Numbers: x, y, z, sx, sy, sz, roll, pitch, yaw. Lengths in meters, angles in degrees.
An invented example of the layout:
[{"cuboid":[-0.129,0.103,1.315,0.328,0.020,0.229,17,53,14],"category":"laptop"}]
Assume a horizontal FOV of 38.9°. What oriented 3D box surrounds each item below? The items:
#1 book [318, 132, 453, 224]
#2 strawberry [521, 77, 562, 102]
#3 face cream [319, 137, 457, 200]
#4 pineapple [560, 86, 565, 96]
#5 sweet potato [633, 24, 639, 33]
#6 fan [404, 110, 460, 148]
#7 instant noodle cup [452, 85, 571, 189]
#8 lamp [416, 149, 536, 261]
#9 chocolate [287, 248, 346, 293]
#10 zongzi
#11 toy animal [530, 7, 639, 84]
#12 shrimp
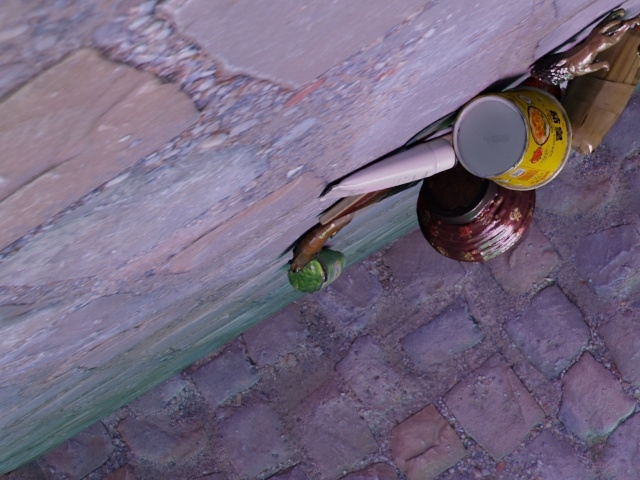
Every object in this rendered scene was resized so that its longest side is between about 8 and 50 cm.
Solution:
[{"cuboid":[0.186,-0.143,1.813,0.262,0.028,0.374,-35,174,38],"category":"book"},{"cuboid":[0.404,-0.265,1.659,0.083,0.083,0.096,-35,177,34],"category":"strawberry"},{"cuboid":[0.116,-0.116,1.541,0.243,0.058,0.092,-20,173,-17],"category":"face cream"},{"cuboid":[0.493,-0.273,2.013,0.103,0.083,0.221,-27,175,-32],"category":"pineapple"},{"cuboid":[0.638,-0.425,1.638,0.056,0.056,0.195,-27,169,-35],"category":"sweet potato"},{"cuboid":[0.206,-0.194,1.572,0.113,0.005,0.175,-34,174,27],"category":"fan"},{"cuboid":[0.313,-0.174,1.531,0.182,0.182,0.144,-35,164,32],"category":"instant noodle cup"},{"cuboid":[0.304,-0.072,1.769,0.247,0.247,0.247,-31,174,-3],"category":"lamp"},{"cuboid":[0.007,0.069,2.357,0.110,0.110,0.291,-33,176,16],"category":"chocolate"},{"cuboid":[0.500,-0.276,1.671,0.256,0.115,0.228,-54,169,-80],"category":"zongzi"},{"cuboid":[0.453,-0.318,1.492,0.219,0.069,0.086,-36,153,24],"category":"toy animal"},{"cuboid":[0.001,0.002,1.962,0.143,0.052,0.251,-31,174,-38],"category":"shrimp"}]
